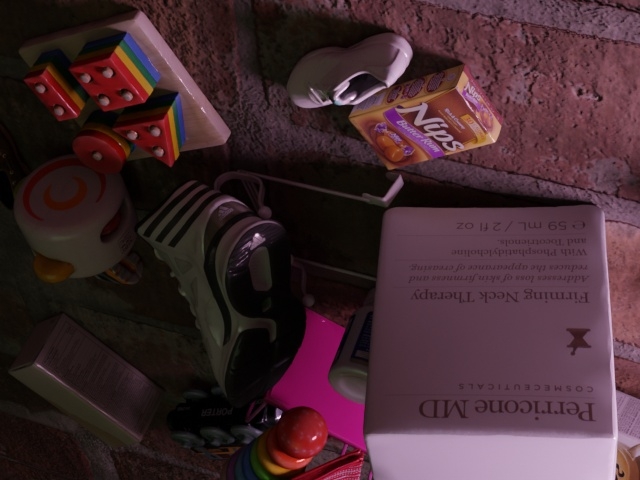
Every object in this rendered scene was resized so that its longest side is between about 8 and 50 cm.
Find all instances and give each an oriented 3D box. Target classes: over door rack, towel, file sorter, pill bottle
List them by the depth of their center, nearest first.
[{"bbox_3d":[0.000,0.000,1.814,0.324,0.108,0.240,3,141,26],"label":"over door rack"},{"bbox_3d":[0.092,0.176,1.921,0.112,0.187,0.112,16,144,12],"label":"pill bottle"},{"bbox_3d":[-0.013,0.468,2.049,0.198,0.031,0.275,-21,154,-11],"label":"towel"},{"bbox_3d":[0.030,0.306,2.115,0.290,0.202,0.182,29,146,-7],"label":"file sorter"}]

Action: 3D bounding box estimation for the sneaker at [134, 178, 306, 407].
[{"bbox_3d":[-0.168,0.069,1.858,0.257,0.169,0.448,39,147,30],"label":"sneaker"}]

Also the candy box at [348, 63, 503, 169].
[{"bbox_3d":[0.145,-0.169,1.559,0.186,0.053,0.109,-14,130,39],"label":"candy box"}]

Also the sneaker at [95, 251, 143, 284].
[{"bbox_3d":[-0.437,0.019,2.111,0.083,0.084,0.215,-13,132,47],"label":"sneaker"}]

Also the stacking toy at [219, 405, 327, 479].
[{"bbox_3d":[-0.075,0.389,2.005,0.141,0.141,0.330,27,145,-5],"label":"stacking toy"}]

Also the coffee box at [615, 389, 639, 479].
[{"bbox_3d":[0.486,0.352,1.899,0.297,0.119,0.168,21,124,23],"label":"coffee box"}]

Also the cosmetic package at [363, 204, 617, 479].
[{"bbox_3d":[0.253,0.199,1.633,0.329,0.394,0.327,-1,140,10],"label":"cosmetic package"}]

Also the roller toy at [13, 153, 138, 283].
[{"bbox_3d":[-0.414,-0.037,1.924,0.191,0.209,0.146,-19,141,-6],"label":"roller toy"}]

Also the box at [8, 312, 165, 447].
[{"bbox_3d":[-0.514,0.314,2.485,0.311,0.148,0.121,44,141,-24],"label":"box"}]

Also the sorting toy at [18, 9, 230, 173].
[{"bbox_3d":[-0.316,-0.208,1.738,0.257,0.089,0.255,-6,135,35],"label":"sorting toy"}]

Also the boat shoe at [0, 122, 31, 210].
[{"bbox_3d":[-0.576,-0.141,1.989,0.073,0.073,0.207,3,139,28],"label":"boat shoe"}]

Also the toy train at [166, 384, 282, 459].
[{"bbox_3d":[-0.175,0.398,2.421,0.333,0.142,0.190,-11,144,37],"label":"toy train"}]

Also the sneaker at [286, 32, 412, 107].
[{"bbox_3d":[0.024,-0.214,1.531,0.212,0.094,0.080,-16,130,43],"label":"sneaker"}]
